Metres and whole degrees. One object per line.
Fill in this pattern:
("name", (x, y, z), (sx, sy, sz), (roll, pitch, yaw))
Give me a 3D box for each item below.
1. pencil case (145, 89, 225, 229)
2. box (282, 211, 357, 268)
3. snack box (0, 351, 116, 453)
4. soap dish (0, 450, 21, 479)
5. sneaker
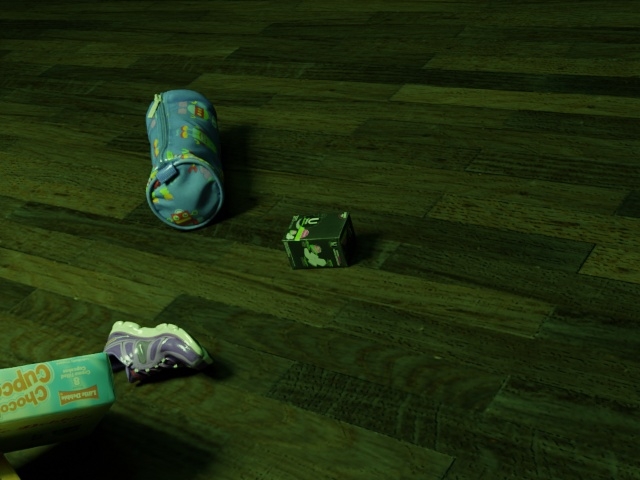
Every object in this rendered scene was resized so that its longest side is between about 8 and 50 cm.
("pencil case", (-0.225, -0.145, 1.515), (0.119, 0.133, 0.306), (-38, 31, 14))
("box", (0.000, 0.000, 1.271), (0.083, 0.052, 0.062), (-2, 36, 20))
("snack box", (-0.387, 0.190, 0.958), (0.322, 0.187, 0.060), (-7, 72, -25))
("soap dish", (-0.378, 0.311, 0.844), (0.291, 0.118, 0.229), (-15, 28, -33))
("sneaker", (-0.204, 0.147, 1.149), (0.170, 0.068, 0.071), (-2, 50, 37))
